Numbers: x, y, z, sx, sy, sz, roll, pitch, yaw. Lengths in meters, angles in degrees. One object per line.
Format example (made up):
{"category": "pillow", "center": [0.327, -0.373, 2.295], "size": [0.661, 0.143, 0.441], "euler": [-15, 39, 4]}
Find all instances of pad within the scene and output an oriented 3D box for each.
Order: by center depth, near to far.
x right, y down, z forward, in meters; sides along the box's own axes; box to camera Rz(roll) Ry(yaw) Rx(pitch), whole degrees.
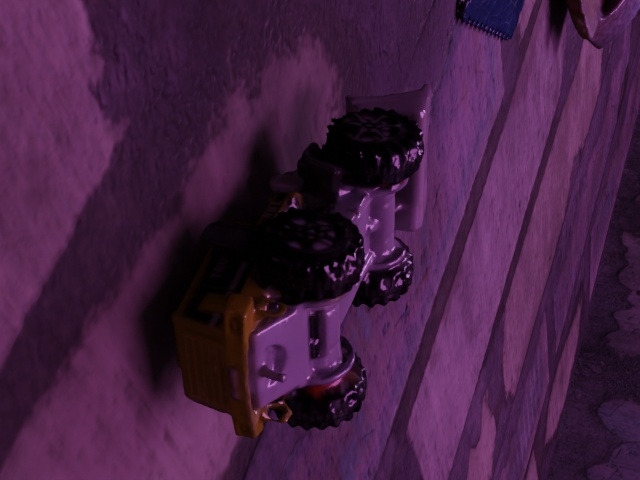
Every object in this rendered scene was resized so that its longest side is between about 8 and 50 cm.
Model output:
{"category": "pad", "center": [0.223, -0.359, 1.247], "size": [0.270, 0.012, 0.269], "euler": [-16, 123, -68]}

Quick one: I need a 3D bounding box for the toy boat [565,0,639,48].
{"category": "toy boat", "center": [0.405, -0.429, 1.662], "size": [0.293, 0.111, 0.276], "euler": [17, 83, -58]}

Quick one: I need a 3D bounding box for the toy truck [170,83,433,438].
{"category": "toy truck", "center": [0.000, 0.000, 0.725], "size": [0.286, 0.111, 0.136], "euler": [-57, 154, -50]}
